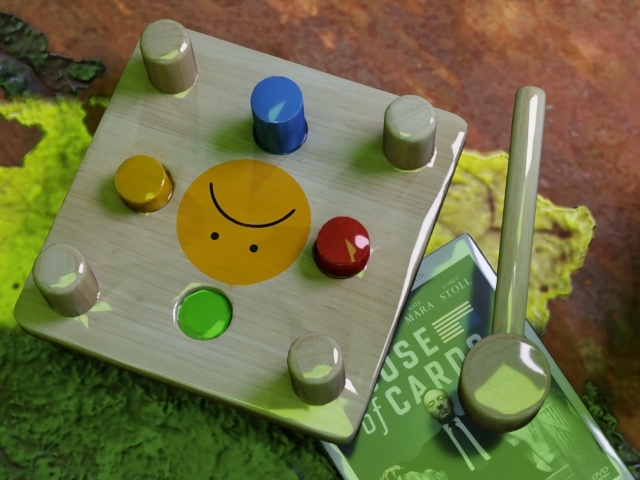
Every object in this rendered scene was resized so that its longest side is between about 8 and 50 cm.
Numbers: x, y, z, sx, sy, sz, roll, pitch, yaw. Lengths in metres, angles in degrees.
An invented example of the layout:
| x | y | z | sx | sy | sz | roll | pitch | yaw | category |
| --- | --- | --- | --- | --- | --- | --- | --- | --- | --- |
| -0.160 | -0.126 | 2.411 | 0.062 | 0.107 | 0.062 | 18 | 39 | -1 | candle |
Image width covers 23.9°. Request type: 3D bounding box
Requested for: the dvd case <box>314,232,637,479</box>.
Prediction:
| x | y | z | sx | sy | sz | roll | pitch | yaw | category |
| --- | --- | --- | --- | --- | --- | --- | --- | --- | --- |
| 0.098 | 0.138 | 1.096 | 0.179 | 0.029 | 0.239 | -32 | 80 | -8 | dvd case |

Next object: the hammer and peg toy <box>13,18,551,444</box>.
| x | y | z | sx | sy | sz | roll | pitch | yaw | category |
| --- | --- | --- | --- | --- | --- | --- | --- | --- | --- |
| 0.000 | 0.000 | 1.058 | 0.361 | 0.127 | 0.266 | 18 | 70 | 9 | hammer and peg toy |
